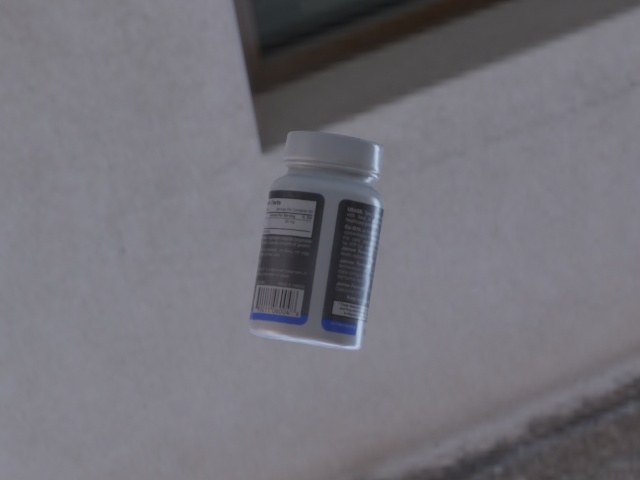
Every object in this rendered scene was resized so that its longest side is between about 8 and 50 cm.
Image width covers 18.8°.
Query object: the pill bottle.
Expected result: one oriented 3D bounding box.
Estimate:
[{"bbox_3d":[0.000,0.000,1.280,0.078,0.078,0.137,8,-95,17],"label":"pill bottle"}]
